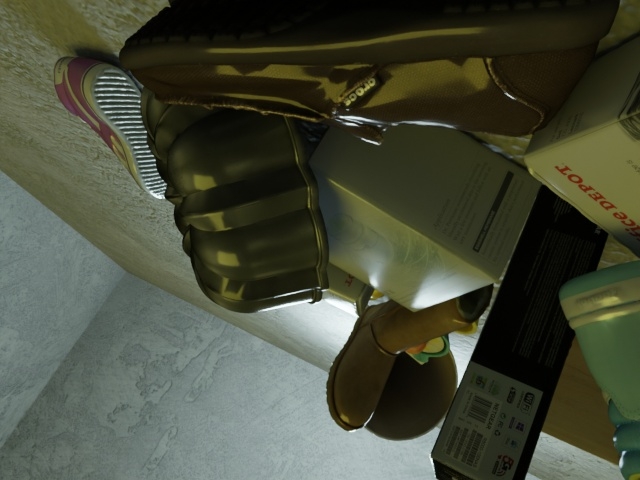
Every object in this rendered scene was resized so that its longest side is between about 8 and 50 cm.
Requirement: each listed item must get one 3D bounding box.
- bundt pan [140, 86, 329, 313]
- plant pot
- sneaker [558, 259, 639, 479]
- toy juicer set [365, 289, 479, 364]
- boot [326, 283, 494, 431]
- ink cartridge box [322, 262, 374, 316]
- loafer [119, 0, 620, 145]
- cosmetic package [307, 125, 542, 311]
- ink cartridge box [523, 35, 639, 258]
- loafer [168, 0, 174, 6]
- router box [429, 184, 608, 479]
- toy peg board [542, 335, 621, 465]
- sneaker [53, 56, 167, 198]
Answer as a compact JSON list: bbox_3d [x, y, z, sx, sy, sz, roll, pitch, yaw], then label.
[{"bbox_3d":[-0.115,-0.060,0.606,0.331,0.124,0.330,161,90,-74],"label":"bundt pan"},{"bbox_3d":[0.151,0.307,1.263,0.256,0.256,0.274,34,174,-11],"label":"plant pot"},{"bbox_3d":[0.345,0.137,0.449,0.319,0.208,0.127,8,155,-26],"label":"sneaker"},{"bbox_3d":[0.150,0.155,0.992,0.209,0.089,0.329,30,149,6],"label":"toy juicer set"},{"bbox_3d":[0.124,0.146,0.768,0.089,0.236,0.269,30,143,-15],"label":"boot"},{"bbox_3d":[0.000,0.000,0.805,0.212,0.154,0.093,23,162,18],"label":"ink cartridge box"},{"bbox_3d":[0.012,-0.124,0.398,0.366,0.133,0.130,8,138,21],"label":"loafer"},{"bbox_3d":[0.085,-0.038,0.622,0.225,0.138,0.224,32,160,-1],"label":"cosmetic package"},{"bbox_3d":[0.275,-0.072,0.335,0.160,0.092,0.219,34,161,-15],"label":"ink cartridge box"},{"bbox_3d":[-0.105,-0.243,0.503,0.061,0.062,0.170,46,154,-28],"label":"loafer"},{"bbox_3d":[0.222,0.132,0.588,0.081,0.308,0.243,21,159,23],"label":"router box"},{"bbox_3d":[0.430,0.248,0.830,0.161,0.160,0.079,19,173,27],"label":"toy peg board"},{"bbox_3d":[-0.353,-0.200,0.914,0.161,0.102,0.282,23,149,29],"label":"sneaker"}]
